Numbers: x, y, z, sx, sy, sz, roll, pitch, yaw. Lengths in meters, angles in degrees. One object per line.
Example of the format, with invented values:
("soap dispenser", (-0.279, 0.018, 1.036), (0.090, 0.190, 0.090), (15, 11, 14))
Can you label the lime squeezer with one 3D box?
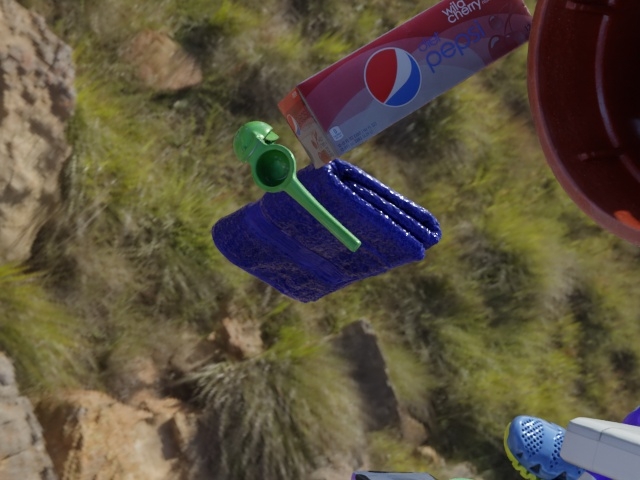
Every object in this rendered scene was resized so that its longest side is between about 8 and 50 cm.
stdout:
("lime squeezer", (-0.052, -0.084, 1.186), (0.110, 0.059, 0.310), (52, 1, -36))

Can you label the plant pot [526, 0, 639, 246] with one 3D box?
("plant pot", (0.350, -0.136, 0.748), (0.265, 0.272, 0.272), (-5, 72, -35))

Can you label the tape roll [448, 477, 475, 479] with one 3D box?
("tape roll", (0.340, 0.552, 1.755), (0.321, 0.077, 0.321), (27, 11, -6))

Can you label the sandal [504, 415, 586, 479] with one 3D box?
("sandal", (0.476, 0.389, 1.738), (0.317, 0.138, 0.126), (24, 49, -7))

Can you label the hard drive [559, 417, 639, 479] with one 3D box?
("hard drive", (0.411, 0.225, 0.811), (0.233, 0.353, 0.047), (17, 88, -42))

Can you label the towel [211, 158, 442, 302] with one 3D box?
("towel", (0.000, 0.000, 1.442), (0.227, 0.308, 0.076), (28, 57, -26))

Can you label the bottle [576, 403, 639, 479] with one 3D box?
("bottle", (0.517, 0.300, 1.508), (0.283, 0.092, 0.118), (-40, 136, -7))

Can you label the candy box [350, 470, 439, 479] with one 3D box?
("candy box", (0.081, 0.269, 0.674), (0.070, 0.196, 0.165), (8, 93, -26))

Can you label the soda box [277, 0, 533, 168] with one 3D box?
("soda box", (0.091, -0.177, 1.010), (0.263, 0.092, 0.083), (-33, 94, -16))
